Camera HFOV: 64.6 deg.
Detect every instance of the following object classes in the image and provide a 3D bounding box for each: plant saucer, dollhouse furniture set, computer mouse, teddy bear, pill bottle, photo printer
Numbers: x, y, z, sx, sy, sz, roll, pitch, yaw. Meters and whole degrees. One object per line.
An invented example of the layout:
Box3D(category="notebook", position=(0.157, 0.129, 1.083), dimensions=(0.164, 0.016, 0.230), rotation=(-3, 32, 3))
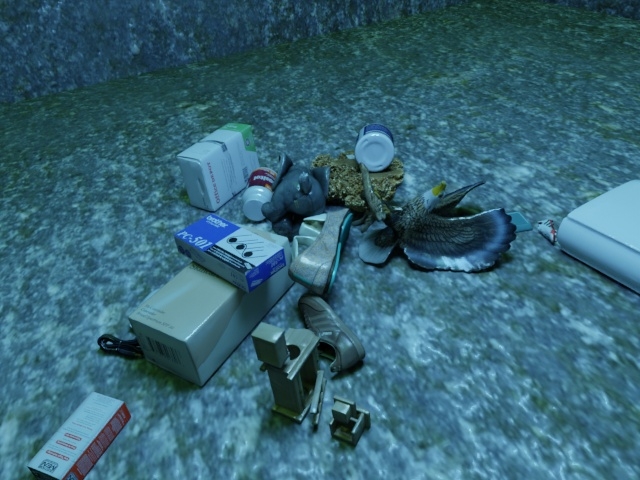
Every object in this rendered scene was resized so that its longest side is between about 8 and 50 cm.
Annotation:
Box3D(category="plant saucer", position=(0.385, -0.033, 1.168), dimensions=(0.192, 0.018, 0.067), rotation=(-9, 36, -4))
Box3D(category="dollhouse furniture set", position=(0.003, 0.196, 0.778), dimensions=(0.161, 0.181, 0.101), rotation=(13, 41, 26))
Box3D(category="computer mouse", position=(-0.347, 0.150, 1.016), dimensions=(0.106, 0.042, 0.193), rotation=(6, 38, 18))
Box3D(category="teddy bear", position=(0.092, -0.157, 1.330), dimensions=(0.245, 0.113, 0.338), rotation=(-24, 31, -33))
Box3D(category="pill bottle", position=(-0.155, -0.119, 1.315), dimensions=(0.086, 0.086, 0.152), rotation=(-2, 37, 6))
Box3D(category="pill bottle", position=(0.135, -0.237, 1.254), dimensions=(0.094, 0.094, 0.169), rotation=(-2, 25, 7))
Box3D(category="photo printer", position=(0.675, 0.008, 0.988), dimensions=(0.256, 0.107, 0.307), rotation=(-23, 39, -21))

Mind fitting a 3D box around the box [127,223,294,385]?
Box3D(category="box", position=(-0.193, 0.109, 0.979), dimensions=(0.148, 0.121, 0.311), rotation=(14, 41, 26))

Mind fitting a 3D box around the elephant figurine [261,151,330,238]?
Box3D(category="elephant figurine", position=(-0.058, -0.134, 1.228), dimensions=(0.186, 0.169, 0.239), rotation=(-24, 40, 24))

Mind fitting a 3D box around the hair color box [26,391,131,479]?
Box3D(category="hair color box", position=(-0.375, 0.313, 0.797), dimensions=(0.072, 0.043, 0.141), rotation=(9, 38, 21))

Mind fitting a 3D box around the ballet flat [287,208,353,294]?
Box3D(category="ballet flat", position=(0.000, 0.000, 1.066), dimensions=(0.106, 0.107, 0.316), rotation=(16, 25, 4))

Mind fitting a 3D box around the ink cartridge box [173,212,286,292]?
Box3D(category="ink cartridge box", position=(-0.173, 0.018, 0.956), dimensions=(0.207, 0.046, 0.097), rotation=(24, 45, 35))

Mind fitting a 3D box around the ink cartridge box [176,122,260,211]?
Box3D(category="ink cartridge box", position=(-0.272, -0.204, 1.386), dimensions=(0.093, 0.160, 0.219), rotation=(15, 41, 29))

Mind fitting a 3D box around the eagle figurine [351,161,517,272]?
Box3D(category="eagle figurine", position=(0.236, -0.050, 1.094), dimensions=(0.299, 0.226, 0.225), rotation=(9, -7, -20))

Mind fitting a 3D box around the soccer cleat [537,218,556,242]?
Box3D(category="soccer cleat", position=(0.503, -0.021, 1.125), dimensions=(0.036, 0.029, 0.083), rotation=(-5, 32, 18))

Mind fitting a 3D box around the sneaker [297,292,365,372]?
Box3D(category="sneaker", position=(-0.001, 0.163, 0.922), dimensions=(0.071, 0.066, 0.188), rotation=(-28, 40, -23))
